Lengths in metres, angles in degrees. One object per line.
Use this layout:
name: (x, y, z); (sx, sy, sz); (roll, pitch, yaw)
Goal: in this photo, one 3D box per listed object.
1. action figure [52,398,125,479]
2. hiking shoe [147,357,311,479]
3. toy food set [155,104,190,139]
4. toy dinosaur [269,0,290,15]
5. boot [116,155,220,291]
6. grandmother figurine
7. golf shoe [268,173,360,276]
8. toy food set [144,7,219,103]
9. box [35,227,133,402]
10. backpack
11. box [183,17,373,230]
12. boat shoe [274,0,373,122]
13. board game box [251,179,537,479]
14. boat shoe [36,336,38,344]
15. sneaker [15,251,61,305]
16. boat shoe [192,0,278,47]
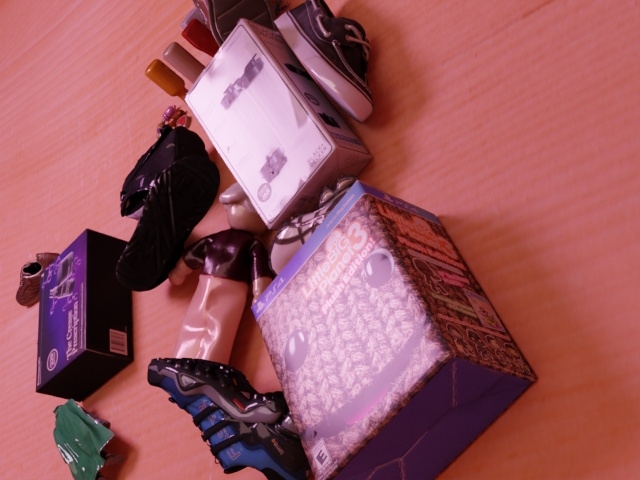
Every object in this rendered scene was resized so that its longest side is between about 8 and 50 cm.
action figure: (-0.417, 0.346, 1.730); (0.232, 0.063, 0.137); (33, 101, 49)
hiking shoe: (-0.133, 0.246, 1.336); (0.304, 0.113, 0.132); (18, 94, 36)
toy food set: (-0.284, -0.222, 1.884); (0.122, 0.019, 0.078); (11, 81, 53)
toy dinosaur: (-0.078, -0.402, 1.718); (0.090, 0.047, 0.082); (126, 148, -78)
boot: (-0.251, -0.024, 1.628); (0.246, 0.094, 0.207); (-60, 5, -3)
grandmother figurine: (-0.148, 0.061, 1.516); (0.207, 0.104, 0.342); (14, 80, 26)
golf shoe: (0.000, 0.000, 1.370); (0.198, 0.077, 0.094); (-47, 42, 28)
toy food set: (-0.209, -0.367, 1.828); (0.232, 0.104, 0.111); (-55, 21, -11)
box: (-0.440, 0.139, 1.835); (0.184, 0.103, 0.261); (-40, 45, 36)
backpack: (-0.274, -0.095, 1.730); (0.182, 0.115, 0.152); (-40, 34, 34)
box: (-0.069, -0.171, 1.464); (0.169, 0.087, 0.290); (-50, 58, 24)
boat shoe: (0.025, -0.281, 1.462); (0.102, 0.108, 0.301); (-39, 37, 7)
board game box: (0.072, 0.118, 1.164); (0.232, 0.141, 0.291); (-50, 40, 22)
boat shoe: (-0.532, 0.204, 1.948); (0.064, 0.060, 0.178); (-11, 64, 49)
sneaker: (-0.615, 0.075, 2.107); (0.188, 0.071, 0.066); (-38, 46, 34)
boat shoe: (-0.154, -0.404, 1.686); (0.104, 0.110, 0.307); (101, 144, -80)
